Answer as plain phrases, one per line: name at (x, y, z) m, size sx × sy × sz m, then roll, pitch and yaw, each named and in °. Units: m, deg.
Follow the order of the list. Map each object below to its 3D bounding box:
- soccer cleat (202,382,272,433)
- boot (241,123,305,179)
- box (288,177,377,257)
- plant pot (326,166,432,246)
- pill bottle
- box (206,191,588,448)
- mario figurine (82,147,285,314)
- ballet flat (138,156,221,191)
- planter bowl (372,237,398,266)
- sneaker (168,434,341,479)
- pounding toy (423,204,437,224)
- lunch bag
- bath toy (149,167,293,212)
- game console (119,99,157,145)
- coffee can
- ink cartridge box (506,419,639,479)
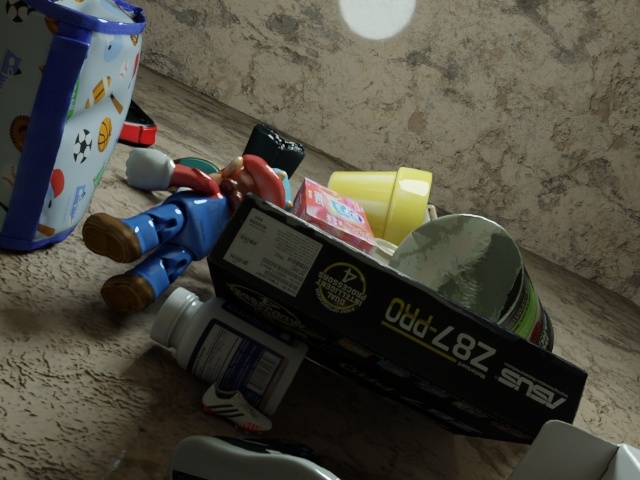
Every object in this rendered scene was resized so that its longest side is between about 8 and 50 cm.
soccer cleat at (-0.088, 0.183, 0.651) m, size 0.083 × 0.035 × 0.029 m, roll 25°, pitch 16°, yaw -5°
boot at (-0.177, -0.163, 1.296) m, size 0.247 × 0.207 × 0.094 m, roll 21°, pitch 17°, yaw -20°
box at (0.000, 0.000, 1.170) m, size 0.142 × 0.154 × 0.300 m, roll 25°, pitch 14°, yaw -10°
plant pot at (0.130, -0.067, 1.464) m, size 0.239 × 0.254 × 0.254 m, roll 13°, pitch 14°, yaw 7°
pill bottle at (-0.108, 0.124, 0.699) m, size 0.169 × 0.094 × 0.094 m, roll 28°, pitch 16°, yaw 4°
box at (0.060, 0.115, 0.731) m, size 0.395 × 0.097 × 0.318 m, roll 28°, pitch -15°, yaw 0°
mario figurine at (-0.186, -0.027, 0.837) m, size 0.170 × 0.198 × 0.320 m, roll 40°, pitch 40°, yaw 12°
ballet flat at (-0.275, -0.127, 1.178) m, size 0.206 × 0.073 × 0.067 m, roll 7°, pitch -3°, yaw 18°
planter bowl at (0.127, 0.062, 1.253) m, size 0.162 × 0.109 × 0.162 m, roll 25°, pitch 15°, yaw -7°
sneaker at (-0.013, 0.208, 0.498) m, size 0.217 × 0.079 × 0.121 m, roll 8°, pitch -6°, yaw 39°
pounding toy at (0.319, -0.018, 1.736) m, size 0.269 × 0.154 × 0.155 m, roll 36°, pitch 18°, yaw 27°
lunch bag at (-0.396, -0.206, 0.856) m, size 0.239 × 0.327 × 0.385 m, roll 14°, pitch 22°, yaw -27°
bath toy at (-0.178, -0.047, 1.080) m, size 0.129 × 0.151 × 0.348 m, roll -4°, pitch 8°, yaw 26°
game console at (-0.615, -0.349, 1.482) m, size 0.342 × 0.060 × 0.386 m, roll 5°, pitch 26°, yaw -41°
coffee can at (0.244, 0.111, 0.948) m, size 0.201 × 0.201 × 0.275 m, roll 41°, pitch -3°, yaw 40°
ink cartridge box at (0.330, 0.331, 0.543) m, size 0.354 × 0.207 × 0.119 m, roll 24°, pitch 16°, yaw -5°
